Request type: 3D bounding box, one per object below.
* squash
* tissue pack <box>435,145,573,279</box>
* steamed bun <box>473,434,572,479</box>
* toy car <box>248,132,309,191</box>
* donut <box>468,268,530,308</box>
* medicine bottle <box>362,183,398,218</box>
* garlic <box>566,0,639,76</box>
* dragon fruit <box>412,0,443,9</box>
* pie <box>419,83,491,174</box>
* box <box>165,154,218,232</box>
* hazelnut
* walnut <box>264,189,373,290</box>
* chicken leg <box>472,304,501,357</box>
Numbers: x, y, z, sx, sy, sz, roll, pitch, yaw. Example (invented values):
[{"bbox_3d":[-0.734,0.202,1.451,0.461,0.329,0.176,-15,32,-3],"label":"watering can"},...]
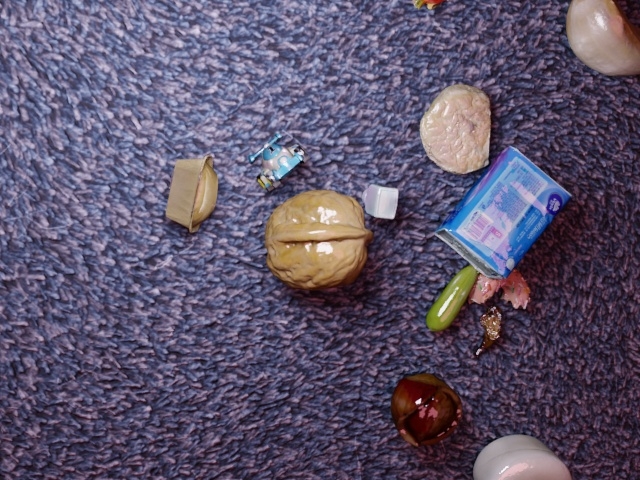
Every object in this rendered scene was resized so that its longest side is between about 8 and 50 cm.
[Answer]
[{"bbox_3d":[0.338,0.146,1.864,0.066,0.066,0.201,37,87,-17],"label":"squash"},{"bbox_3d":[0.440,-0.063,1.798,0.198,0.146,0.263,39,85,-1],"label":"tissue pack"},{"bbox_3d":[0.537,0.613,1.952,0.242,0.146,0.164,7,103,-15],"label":"steamed bun"},{"bbox_3d":[-0.099,-0.182,1.651,0.126,0.161,0.098,-42,96,-3],"label":"toy car"},{"bbox_3d":[0.465,0.114,1.889,0.166,0.065,0.117,-1,101,-15],"label":"donut"},{"bbox_3d":[0.139,-0.095,1.743,0.055,0.118,0.074,4,98,-15],"label":"medicine bottle"},{"bbox_3d":[0.761,-0.501,1.821,0.338,0.151,0.196,27,80,-18],"label":"garlic"},{"bbox_3d":[0.260,-0.584,1.707,0.116,0.081,0.086,-29,116,-8],"label":"dragon fruit"},{"bbox_3d":[0.331,-0.269,1.794,0.185,0.052,0.218,-4,104,-16],"label":"pie"},{"bbox_3d":[-0.281,-0.106,1.646,0.111,0.111,0.177,9,98,-15],"label":"box"},{"bbox_3d":[0.268,0.421,1.841,0.202,0.160,0.170,32,117,-21],"label":"hazelnut"},{"bbox_3d":[0.000,0.000,1.652,0.257,0.257,0.224,0,83,-14],"label":"walnut"},{"bbox_3d":[0.438,0.238,1.920,0.062,0.037,0.145,10,97,7],"label":"chicken leg"}]
